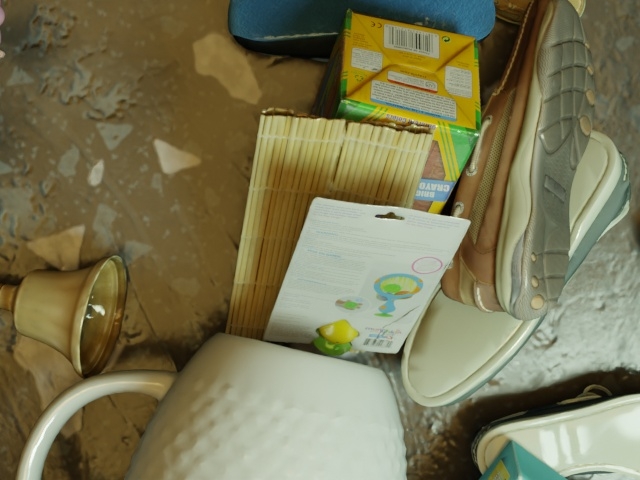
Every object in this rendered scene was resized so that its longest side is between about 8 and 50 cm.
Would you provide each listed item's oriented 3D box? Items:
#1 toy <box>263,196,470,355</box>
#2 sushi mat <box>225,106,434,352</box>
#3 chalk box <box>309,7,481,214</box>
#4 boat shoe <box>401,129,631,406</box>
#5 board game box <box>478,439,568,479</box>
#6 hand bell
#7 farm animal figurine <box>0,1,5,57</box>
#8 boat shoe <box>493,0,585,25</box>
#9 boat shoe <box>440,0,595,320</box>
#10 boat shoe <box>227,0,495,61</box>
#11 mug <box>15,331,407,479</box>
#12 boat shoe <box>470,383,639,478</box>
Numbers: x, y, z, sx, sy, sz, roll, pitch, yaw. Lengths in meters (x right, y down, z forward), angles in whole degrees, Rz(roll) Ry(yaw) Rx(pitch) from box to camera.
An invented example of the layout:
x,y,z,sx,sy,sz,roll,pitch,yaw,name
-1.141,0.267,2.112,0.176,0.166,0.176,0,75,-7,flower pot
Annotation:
x,y,z,sx,sy,sz,roll,pitch,yaw,name
0.035,0.024,1.154,0.137,0.237,0.056,7,52,-10,toy
0.000,0.000,1.185,0.151,0.019,0.316,9,137,-5,sushi mat
0.057,-0.089,1.203,0.132,0.213,0.132,11,49,-8,chalk box
0.204,0.041,1.254,0.116,0.099,0.319,34,89,39,boat shoe
0.248,0.396,1.257,0.336,0.079,0.254,34,106,-9,board game box
-0.328,0.051,1.250,0.242,0.126,0.126,12,94,9,hand bell
-0.443,-0.216,1.160,0.327,0.172,0.330,12,55,-9,farm animal figurine
0.177,-0.260,1.250,0.190,0.072,0.068,17,92,-4,boat shoe
0.179,-0.086,1.193,0.116,0.123,0.324,1,67,35,boat shoe
0.041,-0.226,1.244,0.258,0.089,0.109,5,81,2,boat shoe
-0.102,0.252,1.181,0.374,0.276,0.328,13,84,3,mug
0.281,0.201,1.286,0.254,0.079,0.095,-12,97,1,boat shoe
